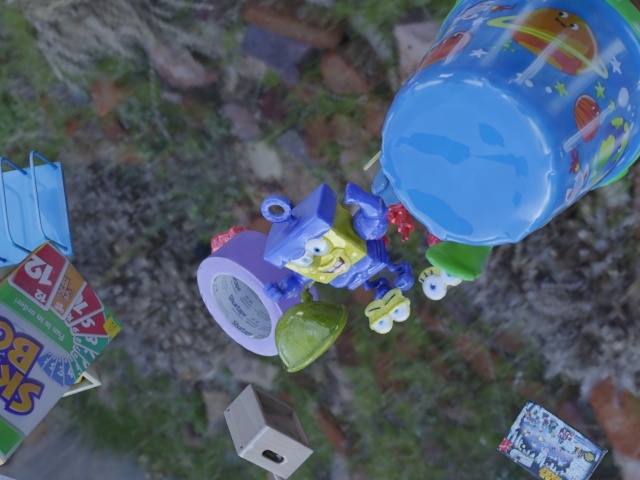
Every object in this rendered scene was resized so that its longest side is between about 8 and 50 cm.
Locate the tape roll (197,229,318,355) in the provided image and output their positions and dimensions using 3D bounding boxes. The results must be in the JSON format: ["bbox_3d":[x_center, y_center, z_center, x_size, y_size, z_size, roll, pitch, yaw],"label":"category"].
[{"bbox_3d":[-0.099,0.083,1.817,0.189,0.080,0.189,28,140,27],"label":"tape roll"}]

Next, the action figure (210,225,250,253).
[{"bbox_3d":[-0.158,0.066,2.235,0.139,0.091,0.280,60,162,20],"label":"action figure"}]

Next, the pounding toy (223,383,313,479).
[{"bbox_3d":[-0.082,0.337,1.906,0.141,0.100,0.130,35,-165,-33],"label":"pounding toy"}]

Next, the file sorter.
[{"bbox_3d":[-0.400,-0.033,1.390,0.104,0.170,0.118,62,-162,-78],"label":"file sorter"}]

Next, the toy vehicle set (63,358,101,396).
[{"bbox_3d":[-0.425,0.172,1.419,0.166,0.267,0.035,57,-163,-59],"label":"toy vehicle set"}]

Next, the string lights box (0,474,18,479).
[{"bbox_3d":[-0.503,0.498,1.825,0.077,0.133,0.260,11,136,22],"label":"string lights box"}]

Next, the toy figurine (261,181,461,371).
[{"bbox_3d":[0.000,0.000,1.460,0.217,0.191,0.362,30,134,-27],"label":"toy figurine"}]

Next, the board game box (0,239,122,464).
[{"bbox_3d":[-0.300,0.111,1.133,0.039,0.259,0.124,-29,105,34],"label":"board game box"}]

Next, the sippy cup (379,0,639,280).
[{"bbox_3d":[0.172,-0.111,1.058,0.240,0.224,0.305,-6,114,36],"label":"sippy cup"}]

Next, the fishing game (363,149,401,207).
[{"bbox_3d":[0.157,-0.104,1.718,0.041,0.189,0.264,44,177,-29],"label":"fishing game"}]

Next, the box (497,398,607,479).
[{"bbox_3d":[0.349,0.315,1.744,0.137,0.094,0.027,33,-174,26],"label":"box"}]
